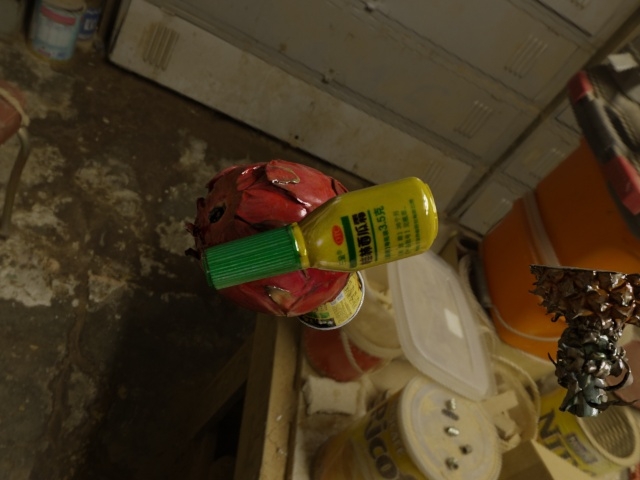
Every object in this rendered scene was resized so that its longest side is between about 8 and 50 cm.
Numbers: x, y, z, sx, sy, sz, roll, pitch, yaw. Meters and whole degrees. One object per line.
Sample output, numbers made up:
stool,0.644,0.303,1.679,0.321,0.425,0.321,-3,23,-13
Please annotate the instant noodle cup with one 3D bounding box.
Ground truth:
instant noodle cup,0.003,0.072,1.018,0.151,0.122,0.151,-2,64,5

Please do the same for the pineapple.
pineapple,0.506,0.189,1.048,0.262,0.262,0.272,7,90,-33

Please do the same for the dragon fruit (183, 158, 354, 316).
dragon fruit,-0.056,-0.004,0.804,0.241,0.241,0.252,55,10,19

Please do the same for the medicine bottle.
medicine bottle,0.000,0.000,0.626,0.260,0.095,0.064,-14,28,-6
